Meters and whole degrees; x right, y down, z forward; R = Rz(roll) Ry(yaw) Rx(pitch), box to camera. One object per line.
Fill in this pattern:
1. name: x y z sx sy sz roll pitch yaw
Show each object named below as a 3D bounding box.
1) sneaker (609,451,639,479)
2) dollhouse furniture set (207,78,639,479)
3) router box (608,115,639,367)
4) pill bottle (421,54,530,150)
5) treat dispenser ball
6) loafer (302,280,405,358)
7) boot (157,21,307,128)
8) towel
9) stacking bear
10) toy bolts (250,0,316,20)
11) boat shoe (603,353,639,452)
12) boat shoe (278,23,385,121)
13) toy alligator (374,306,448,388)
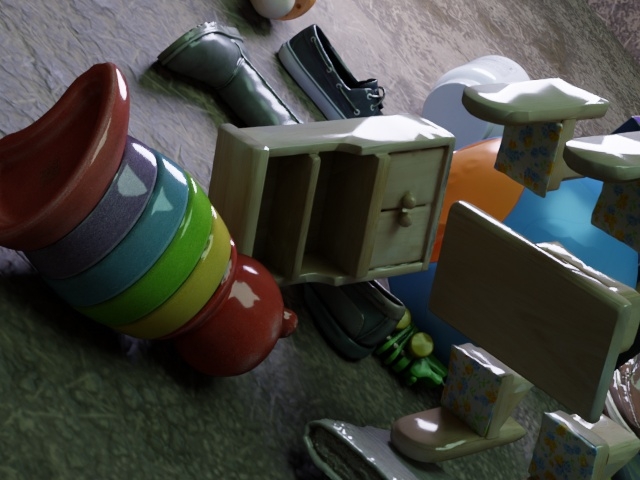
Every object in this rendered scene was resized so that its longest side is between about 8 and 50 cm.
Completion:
1. sneaker: 0.452 0.309 1.973 0.300 0.121 0.111 32 29 -34
2. dollhouse furniture set: 0.103 0.030 1.440 0.256 0.362 0.394 -9 30 -37
3. router box: 0.372 0.025 2.022 0.243 0.309 0.081 54 25 13
4. pill bottle: 0.233 -0.201 2.334 0.131 0.131 0.229 51 24 3
5. treat dispenser ball: 0.220 0.023 1.792 0.288 0.288 0.288 38 26 -23
6. loafer: 0.000 0.000 1.700 0.267 0.084 0.096 56 25 15
7. boot: -0.083 -0.154 1.819 0.208 0.076 0.189 59 27 5
8. towel: 0.119 0.270 1.455 0.282 0.049 0.187 41 8 28
9. stacking bear: -0.144 0.015 1.362 0.289 0.175 0.164 42 22 -34
10. toy bolts: -0.081 -0.422 2.069 0.228 0.218 0.158 29 32 -1
11. boat shoe: 0.441 0.185 2.168 0.095 0.095 0.257 37 27 -25
12. boat shoe: 0.045 -0.194 2.069 0.228 0.076 0.080 49 24 0
13. toy alligator: 0.099 0.133 1.725 0.051 0.056 0.190 -39 89 -24
